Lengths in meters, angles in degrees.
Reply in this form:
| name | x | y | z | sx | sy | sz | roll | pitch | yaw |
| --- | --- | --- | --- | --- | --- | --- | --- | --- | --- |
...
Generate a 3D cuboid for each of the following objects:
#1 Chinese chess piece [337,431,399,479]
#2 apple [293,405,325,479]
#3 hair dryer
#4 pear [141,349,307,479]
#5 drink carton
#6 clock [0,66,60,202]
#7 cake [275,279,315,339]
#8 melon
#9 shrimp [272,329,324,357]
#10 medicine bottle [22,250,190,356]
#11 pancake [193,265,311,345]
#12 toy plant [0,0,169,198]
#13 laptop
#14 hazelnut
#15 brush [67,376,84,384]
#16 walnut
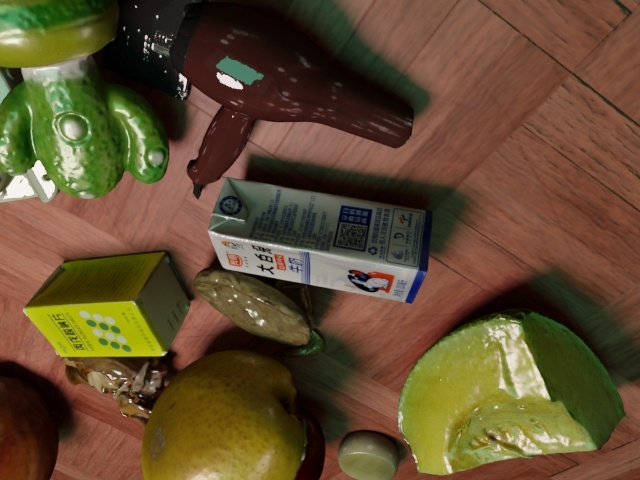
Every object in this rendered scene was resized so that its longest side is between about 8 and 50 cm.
| name | x | y | z | sx | sy | sz | roll | pitch | yaw |
| --- | --- | --- | --- | --- | --- | --- | --- | --- | --- |
| Chinese chess piece | 0.112 | 0.504 | 1.196 | 0.144 | 0.058 | 0.144 | 7 | 130 | 9 |
| apple | -0.102 | 0.458 | 1.105 | 0.218 | 0.218 | 0.201 | 28 | 141 | -9 |
| hair dryer | -0.082 | -0.141 | 0.727 | 0.312 | 0.123 | 0.340 | 22 | 140 | -19 |
| pear | -0.221 | 0.368 | 0.956 | 0.191 | 0.340 | 0.386 | 22 | 128 | -39 |
| drink carton | 0.000 | 0.000 | 0.775 | 0.315 | 0.106 | 0.130 | 10 | 152 | 5 |
| clock | -0.561 | -0.152 | 0.747 | 0.324 | 0.108 | 0.265 | -15 | 123 | 1 |
| cake | -0.029 | 0.123 | 0.932 | 0.055 | 0.051 | 0.140 | -16 | 125 | 21 |
| melon | 0.293 | 0.288 | 0.895 | 0.331 | 0.226 | 0.343 | 33 | 141 | -29 |
| shrimp | -0.050 | 0.201 | 1.017 | 0.114 | 0.023 | 0.083 | -13 | 121 | 15 |
| medicine bottle | -0.390 | 0.124 | 0.959 | 0.250 | 0.141 | 0.137 | -5 | 128 | 17 |
| pancake | -0.113 | 0.116 | 0.907 | 0.242 | 0.050 | 0.242 | 24 | 154 | 13 |
| toy plant | -0.329 | -0.188 | 0.655 | 0.224 | 0.184 | 0.316 | -14 | 128 | -11 |
| laptop | -0.222 | -0.287 | 0.678 | 0.129 | 0.016 | 0.180 | 21 | 128 | -4 |
| hazelnut | -0.811 | 0.507 | 1.243 | 0.366 | 0.366 | 0.366 | 6 | 128 | 8 |
| brush | -0.503 | 0.338 | 1.226 | 0.190 | 0.027 | 0.034 | 12 | 133 | -6 |
| walnut | -0.418 | 0.275 | 1.084 | 0.204 | 0.141 | 0.238 | 8 | 135 | 21 |
